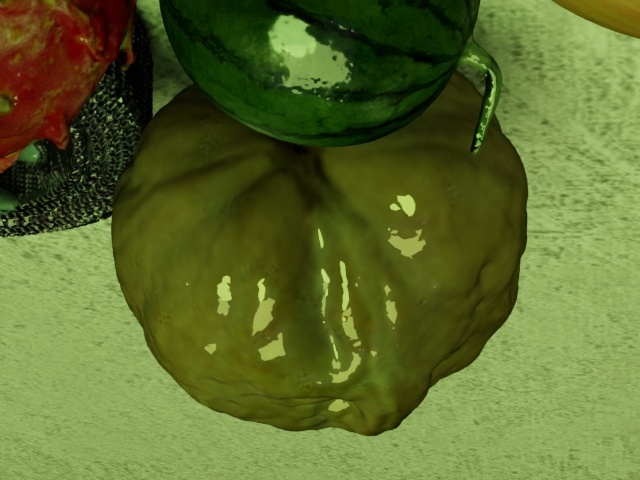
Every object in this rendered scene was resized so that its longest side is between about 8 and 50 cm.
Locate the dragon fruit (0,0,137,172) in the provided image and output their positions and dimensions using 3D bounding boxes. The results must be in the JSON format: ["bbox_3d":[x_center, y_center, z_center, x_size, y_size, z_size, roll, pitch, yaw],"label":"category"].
[{"bbox_3d":[-0.215,-0.133,0.809,0.205,0.268,0.210,36,-176,-6],"label":"dragon fruit"}]

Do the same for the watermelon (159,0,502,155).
[{"bbox_3d":[0.013,-0.144,0.839,0.214,0.188,0.188,22,158,8],"label":"watermelon"}]

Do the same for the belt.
[{"bbox_3d":[-0.257,-0.103,1.071,0.260,0.122,0.325,4,156,-11],"label":"belt"}]

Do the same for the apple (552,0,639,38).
[{"bbox_3d":[0.154,-0.214,0.614,0.241,0.242,0.242,28,150,-14],"label":"apple"}]

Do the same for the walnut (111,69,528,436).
[{"bbox_3d":[0.002,0.003,1.071,0.306,0.306,0.344,2,165,5],"label":"walnut"}]
